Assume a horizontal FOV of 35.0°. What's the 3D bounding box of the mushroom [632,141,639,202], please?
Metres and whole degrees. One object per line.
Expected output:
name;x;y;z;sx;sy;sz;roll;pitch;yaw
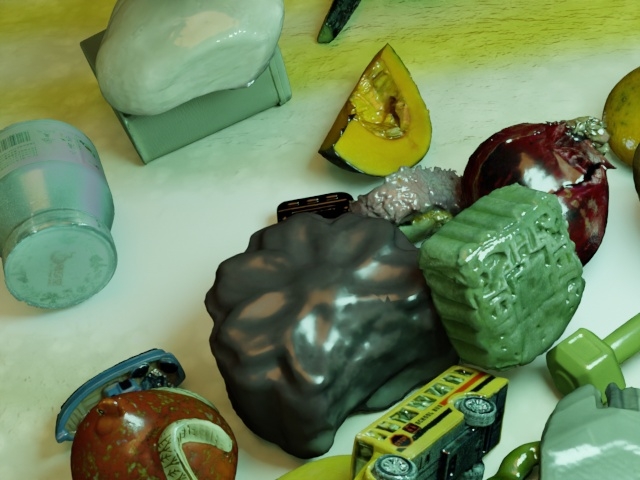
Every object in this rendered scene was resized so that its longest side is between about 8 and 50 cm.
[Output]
mushroom;0.635;-0.060;1.530;0.239;0.345;0.345;-40;44;14

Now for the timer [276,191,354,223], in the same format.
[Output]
timer;0.000;0.000;1.795;0.144;0.055;0.187;-10;50;4

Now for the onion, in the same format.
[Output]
onion;0.355;-0.066;1.647;0.281;0.221;0.281;-15;53;21

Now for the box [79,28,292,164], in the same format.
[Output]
box;-0.287;-0.363;2.137;0.344;0.177;0.352;-28;47;-8

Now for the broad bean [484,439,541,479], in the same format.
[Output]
broad bean;0.250;0.344;1.399;0.214;0.048;0.070;-35;27;-12

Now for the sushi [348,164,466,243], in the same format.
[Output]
sushi;0.154;-0.047;1.749;0.161;0.241;0.107;-34;72;37

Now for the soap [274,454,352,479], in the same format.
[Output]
soap;0.046;0.457;1.303;0.306;0.115;0.427;-30;47;-9

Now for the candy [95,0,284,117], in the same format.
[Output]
candy;-0.260;-0.435;1.957;0.386;0.186;0.427;-17;43;10

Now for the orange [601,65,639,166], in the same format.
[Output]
orange;0.610;-0.222;1.756;0.240;0.171;0.240;-8;47;9

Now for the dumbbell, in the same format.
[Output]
dumbbell;0.475;0.132;1.500;0.302;0.108;0.121;-32;47;-16

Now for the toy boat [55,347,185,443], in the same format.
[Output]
toy boat;-0.318;0.256;1.604;0.223;0.100;0.097;-30;33;-12

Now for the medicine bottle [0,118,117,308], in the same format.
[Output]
medicine bottle;-0.493;-0.042;1.839;0.245;0.245;0.290;-22;48;-6

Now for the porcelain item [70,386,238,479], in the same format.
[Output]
porcelain item;-0.249;0.302;1.451;0.253;0.253;0.253;-8;46;8

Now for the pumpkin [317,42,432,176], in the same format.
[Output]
pumpkin;0.112;-0.206;1.935;0.169;0.148;0.312;33;58;-10

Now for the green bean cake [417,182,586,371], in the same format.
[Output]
green bean cake;0.269;0.056;1.458;0.222;0.227;0.125;-36;31;-25

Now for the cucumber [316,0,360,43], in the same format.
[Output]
cucumber;0.053;-0.517;2.264;0.062;0.078;0.211;24;54;-7

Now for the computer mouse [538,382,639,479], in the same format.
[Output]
computer mouse;0.378;0.373;1.273;0.228;0.145;0.429;2;44;12

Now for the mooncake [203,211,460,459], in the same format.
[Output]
mooncake;0.006;0.122;1.558;0.351;0.212;0.381;30;61;34

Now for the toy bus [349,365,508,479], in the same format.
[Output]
toy bus;0.137;0.280;1.352;0.123;0.121;0.335;21;28;32
